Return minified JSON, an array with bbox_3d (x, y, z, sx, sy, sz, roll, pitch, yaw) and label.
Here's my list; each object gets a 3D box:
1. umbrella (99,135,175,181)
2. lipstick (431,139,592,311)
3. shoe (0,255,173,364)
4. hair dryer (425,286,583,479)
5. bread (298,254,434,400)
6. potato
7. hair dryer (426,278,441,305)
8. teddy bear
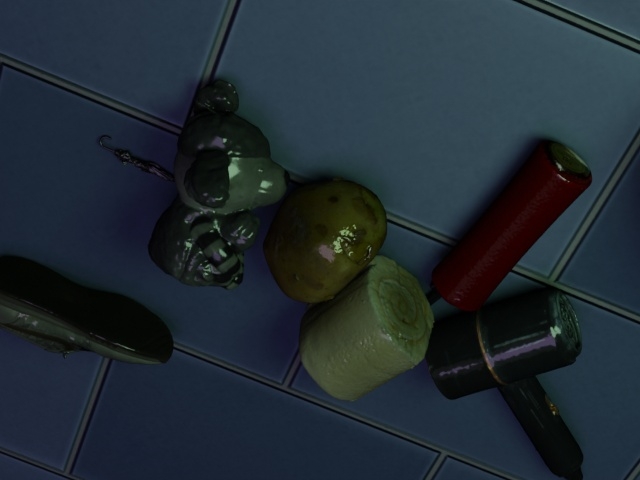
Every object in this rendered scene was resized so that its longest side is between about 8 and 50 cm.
[{"bbox_3d":[-0.229,-0.097,1.531,0.122,0.013,0.022,31,102,-8],"label":"umbrella"},{"bbox_3d":[0.229,-0.015,1.458,0.080,0.080,0.241,31,123,-10],"label":"lipstick"},{"bbox_3d":[-0.335,0.115,1.642,0.275,0.103,0.098,23,126,2],"label":"shoe"},{"bbox_3d":[0.299,0.215,1.598,0.189,0.107,0.352,-21,125,24],"label":"hair dryer"},{"bbox_3d":[0.060,0.114,1.528,0.134,0.148,0.141,32,129,-28],"label":"bread"},{"bbox_3d":[0.000,0.000,1.482,0.137,0.137,0.176,37,113,-14],"label":"potato"},{"bbox_3d":[0.148,0.079,1.568,0.047,0.026,0.083,39,125,-14],"label":"hair dryer"},{"bbox_3d":[-0.118,-0.047,1.449,0.144,0.171,0.251,16,122,-8],"label":"teddy bear"}]
